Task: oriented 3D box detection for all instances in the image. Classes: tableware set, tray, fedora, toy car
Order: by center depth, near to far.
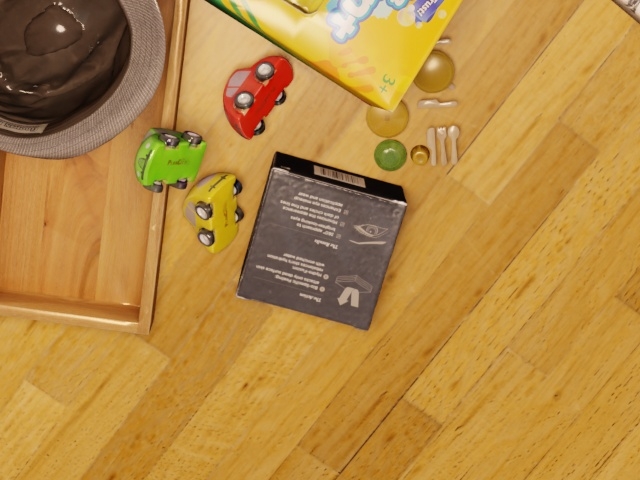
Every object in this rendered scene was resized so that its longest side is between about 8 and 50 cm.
[{"bbox_3d":[-0.272,-0.216,1.545,0.275,0.124,0.244,-39,100,22],"label":"fedora"},{"bbox_3d":[-0.135,-0.096,1.629,0.053,0.225,0.239,27,107,25],"label":"toy car"},{"bbox_3d":[-0.266,-0.111,1.681,0.202,0.076,0.411,8,105,-2],"label":"tray"},{"bbox_3d":[0.102,-0.154,1.696,0.104,0.024,0.154,-4,107,4],"label":"tableware set"}]

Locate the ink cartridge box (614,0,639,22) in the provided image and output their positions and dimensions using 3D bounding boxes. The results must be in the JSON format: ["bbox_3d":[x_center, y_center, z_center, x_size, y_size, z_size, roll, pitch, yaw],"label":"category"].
[{"bbox_3d":[0.323,-0.303,1.574,0.237,0.172,0.100,38,103,-10],"label":"ink cartridge box"}]

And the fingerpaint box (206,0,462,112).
[{"bbox_3d":[0.028,-0.413,1.512,0.371,0.163,0.445,32,94,-9],"label":"fingerpaint box"}]

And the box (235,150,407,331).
[{"bbox_3d":[0.000,0.000,1.702,0.156,0.093,0.158,16,105,-5],"label":"box"}]
